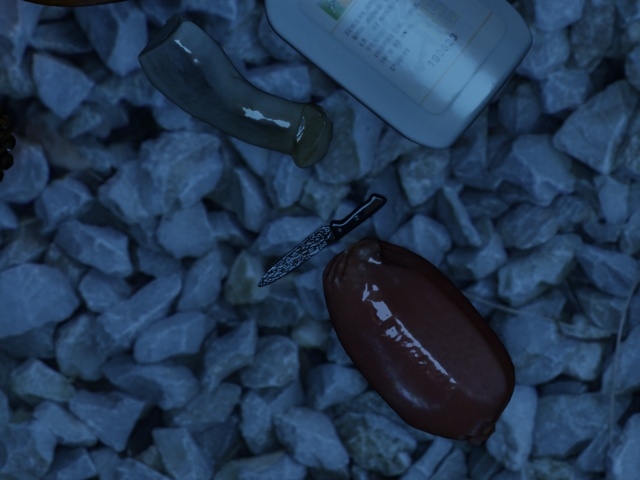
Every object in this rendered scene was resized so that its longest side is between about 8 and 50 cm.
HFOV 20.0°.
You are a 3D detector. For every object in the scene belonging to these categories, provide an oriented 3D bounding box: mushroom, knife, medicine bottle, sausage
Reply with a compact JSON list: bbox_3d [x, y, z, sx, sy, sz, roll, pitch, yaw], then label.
[{"bbox_3d":[-0.088,-0.152,1.929,0.223,0.081,0.092,36,114,-6],"label":"mushroom"},{"bbox_3d":[0.000,0.000,1.977,0.170,0.010,0.023,-36,95,4],"label":"knife"},{"bbox_3d":[0.051,-0.251,1.900,0.324,0.124,0.179,38,93,-5],"label":"medicine bottle"},{"bbox_3d":[0.106,0.107,1.926,0.148,0.148,0.254,-39,89,3],"label":"sausage"}]

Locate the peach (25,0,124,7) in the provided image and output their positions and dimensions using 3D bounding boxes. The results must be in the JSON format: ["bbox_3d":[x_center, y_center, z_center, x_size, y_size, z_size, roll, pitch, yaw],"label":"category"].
[{"bbox_3d":[-0.233,-0.402,1.769,0.388,0.388,0.388,0,95,-1],"label":"peach"}]

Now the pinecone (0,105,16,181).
[{"bbox_3d":[-0.394,-0.100,1.909,0.140,0.140,0.121,33,127,-3],"label":"pinecone"}]
